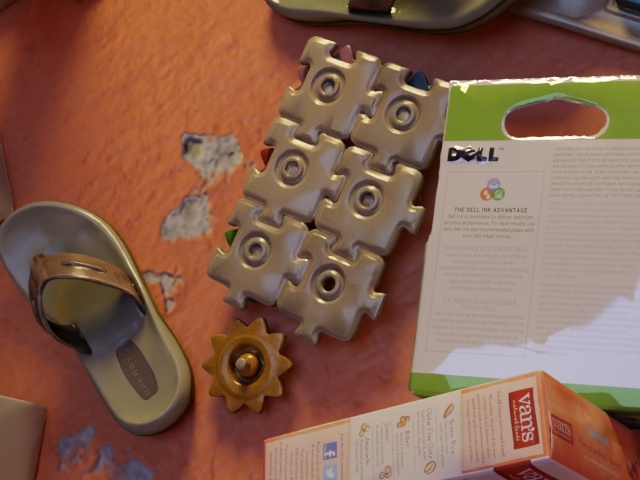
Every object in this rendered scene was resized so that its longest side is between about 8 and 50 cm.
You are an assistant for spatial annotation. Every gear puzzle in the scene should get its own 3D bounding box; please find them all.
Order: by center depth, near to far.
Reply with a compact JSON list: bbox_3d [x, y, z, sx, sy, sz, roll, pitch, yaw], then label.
[{"bbox_3d":[0.000,0.000,1.094,0.175,0.044,0.339,23,89,27],"label":"gear puzzle"}]

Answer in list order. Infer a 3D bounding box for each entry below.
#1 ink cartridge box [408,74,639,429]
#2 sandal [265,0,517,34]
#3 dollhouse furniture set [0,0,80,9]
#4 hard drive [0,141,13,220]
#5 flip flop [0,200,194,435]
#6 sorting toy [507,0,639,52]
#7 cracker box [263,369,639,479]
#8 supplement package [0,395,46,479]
[{"bbox_3d":[0.185,0.008,0.969,0.189,0.097,0.255,2,74,26],"label":"ink cartridge box"},{"bbox_3d":[0.061,-0.246,1.093,0.303,0.086,0.120,0,69,33],"label":"sandal"},{"bbox_3d":[-0.325,-0.300,1.280,0.184,0.129,0.129,-31,64,13],"label":"dollhouse furniture set"},{"bbox_3d":[-0.476,-0.058,1.333,0.308,0.040,0.203,-24,66,18],"label":"hard drive"},{"bbox_3d":[-0.216,0.063,1.151,0.112,0.080,0.277,-42,62,9],"label":"flip flop"},{"bbox_3d":[0.284,-0.311,1.045,0.229,0.041,0.307,22,86,29],"label":"sorting toy"},{"bbox_3d":[0.095,0.170,0.903,0.232,0.156,0.067,-20,56,31],"label":"cracker box"},{"bbox_3d":[-0.428,0.222,1.137,0.263,0.199,0.198,1,76,26],"label":"supplement package"}]
